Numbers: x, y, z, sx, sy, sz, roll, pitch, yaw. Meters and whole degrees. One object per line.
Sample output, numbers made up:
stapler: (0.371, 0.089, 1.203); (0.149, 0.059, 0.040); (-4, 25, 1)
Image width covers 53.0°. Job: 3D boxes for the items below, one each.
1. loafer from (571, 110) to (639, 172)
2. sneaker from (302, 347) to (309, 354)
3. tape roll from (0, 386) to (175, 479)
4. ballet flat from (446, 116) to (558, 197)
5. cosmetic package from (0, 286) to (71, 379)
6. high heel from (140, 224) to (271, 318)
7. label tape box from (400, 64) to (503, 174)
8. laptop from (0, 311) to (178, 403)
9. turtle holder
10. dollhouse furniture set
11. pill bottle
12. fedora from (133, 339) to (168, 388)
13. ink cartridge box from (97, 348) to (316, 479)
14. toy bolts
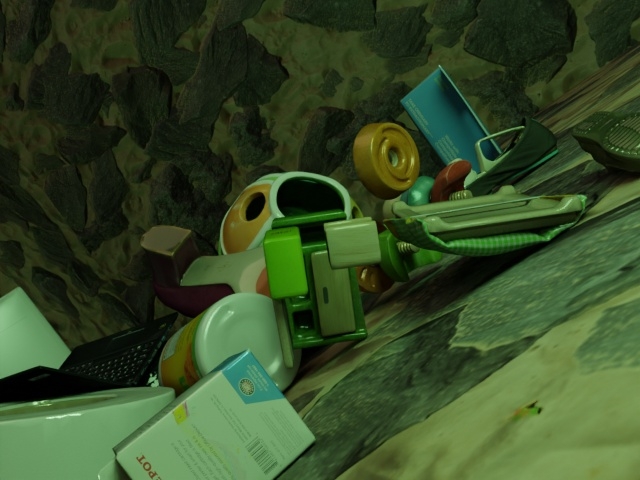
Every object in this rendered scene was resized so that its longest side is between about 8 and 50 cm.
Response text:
loafer: (0.303, -0.095, 0.634); (0.056, 0.050, 0.148); (-39, 16, 12)
sneaker: (-0.018, 0.136, 0.966); (0.109, 0.040, 0.044); (-36, -1, -35)
tape roll: (-0.305, 0.235, 0.729); (0.286, 0.100, 0.286); (-7, -7, -1)
ballet flat: (0.271, -0.112, 1.084); (0.280, 0.096, 0.095); (-37, 1, -10)
cosmetic package: (-0.653, 0.375, 1.304); (0.329, 0.393, 0.327); (-38, 2, -35)
high heel: (-0.106, 0.093, 0.992); (0.127, 0.377, 0.181); (-49, -34, -31)
label tape box: (0.278, -0.218, 1.334); (0.115, 0.249, 0.348); (-36, 1, 15)
laptop: (-0.380, 0.172, 0.946); (0.234, 0.136, 0.264); (-19, 25, 23)
turtle holder: (-0.013, 0.010, 1.108); (0.243, 0.320, 0.227); (-59, -3, -36)
dollhouse furniture set: (0.100, 0.040, 0.676); (0.301, 0.151, 0.197); (-8, 9, -2)
pill bottle: (-0.137, 0.166, 0.864); (0.136, 0.136, 0.246); (-37, 1, -35)
fedora: (-0.319, 0.278, 1.087); (0.334, 0.152, 0.334); (-38, -1, -1)
ink cartridge box: (-0.095, 0.169, 0.514); (0.143, 0.092, 0.090); (-36, 0, -24)
toy bolts: (0.098, -0.053, 0.902); (0.228, 0.218, 0.158); (-22, 6, -40)
